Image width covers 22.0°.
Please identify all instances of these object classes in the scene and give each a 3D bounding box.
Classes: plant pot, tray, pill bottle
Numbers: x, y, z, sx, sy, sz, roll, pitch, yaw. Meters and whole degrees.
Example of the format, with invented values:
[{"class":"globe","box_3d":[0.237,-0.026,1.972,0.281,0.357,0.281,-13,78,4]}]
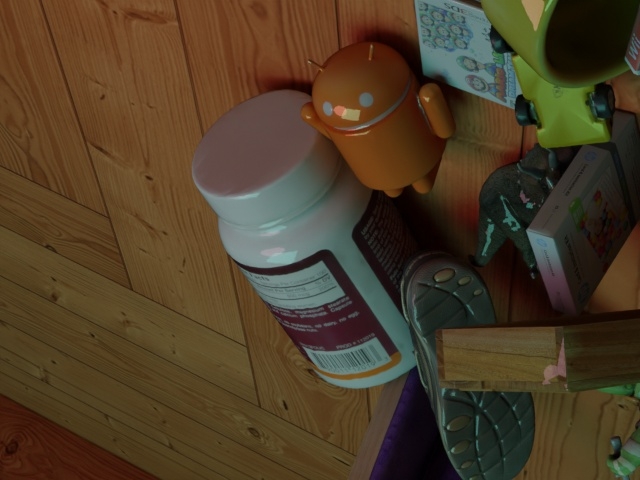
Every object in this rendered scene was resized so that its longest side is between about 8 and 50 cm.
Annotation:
[{"class":"plant pot","box_3d":[0.209,-0.299,1.392,0.239,0.254,0.254,51,163,26]},{"class":"tray","box_3d":[0.352,0.118,1.861,0.411,0.076,0.203,-4,179,-36]},{"class":"pill bottle","box_3d":[0.000,0.000,2.195,0.224,0.224,0.392,11,147,39]}]

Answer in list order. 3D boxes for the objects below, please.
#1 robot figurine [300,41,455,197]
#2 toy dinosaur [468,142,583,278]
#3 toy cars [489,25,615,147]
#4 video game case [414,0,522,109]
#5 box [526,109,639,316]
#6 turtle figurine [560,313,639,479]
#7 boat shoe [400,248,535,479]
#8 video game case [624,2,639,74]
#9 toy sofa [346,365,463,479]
[{"class":"robot figurine","box_3d":[0.068,-0.147,1.965,0.158,0.128,0.219,39,167,50]},{"class":"toy dinosaur","box_3d":[0.261,-0.044,1.977,0.160,0.121,0.313,53,160,-8]},{"class":"toy cars","box_3d":[0.336,-0.138,1.716,0.393,0.087,0.176,32,135,-6]},{"class":"video game case","box_3d":[0.174,-0.216,1.846,0.143,0.019,0.157,23,153,22]},{"class":"box","box_3d":[0.302,-0.031,1.825,0.038,0.186,0.145,20,151,34]},{"class":"turtle figurine","box_3d":[0.393,0.230,2.173,0.266,0.198,0.275,33,149,15]},{"class":"boat shoe","box_3d":[0.193,0.162,2.169,0.130,0.132,0.355,-117,11,-65]},{"class":"video game case","box_3d":[0.362,-0.255,1.311,0.285,0.204,0.025,93,156,-56]},{"class":"toy sofa","box_3d":[0.159,0.259,2.305,0.177,0.363,0.150,2,142,30]}]
